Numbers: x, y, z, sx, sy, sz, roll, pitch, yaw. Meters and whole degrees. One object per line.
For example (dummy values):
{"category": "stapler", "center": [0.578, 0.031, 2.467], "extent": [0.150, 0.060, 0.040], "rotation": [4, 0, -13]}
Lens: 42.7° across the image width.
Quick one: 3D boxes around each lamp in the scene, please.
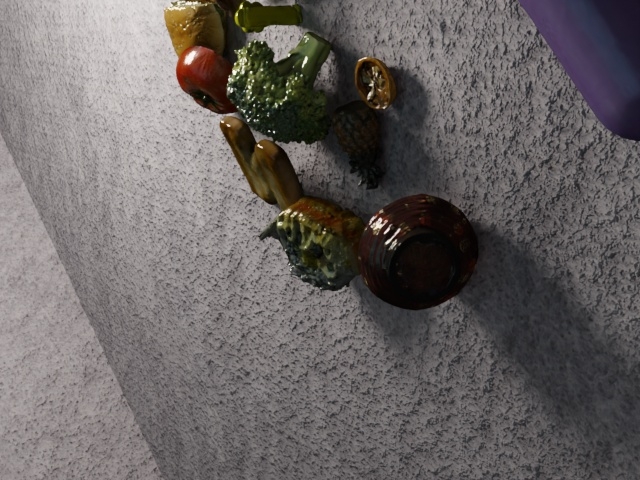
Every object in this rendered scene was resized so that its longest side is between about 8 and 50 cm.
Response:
{"category": "lamp", "center": [0.194, 0.025, 1.638], "extent": [0.247, 0.247, 0.247], "rotation": [23, 121, 45]}

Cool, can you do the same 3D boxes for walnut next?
{"category": "walnut", "center": [0.125, -0.331, 1.716], "extent": [0.091, 0.052, 0.121], "rotation": [-38, 76, 49]}

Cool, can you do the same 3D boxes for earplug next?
{"category": "earplug", "center": [0.418, -0.358, 1.224], "extent": [0.215, 0.215, 0.456], "rotation": [-38, 77, 51]}

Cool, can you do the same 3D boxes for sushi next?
{"category": "sushi", "center": [0.000, 0.000, 1.909], "extent": [0.274, 0.139, 0.184], "rotation": [32, 135, 26]}

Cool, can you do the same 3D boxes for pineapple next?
{"category": "pineapple", "center": [0.091, -0.203, 1.782], "extent": [0.108, 0.108, 0.198], "rotation": [9, 124, 50]}

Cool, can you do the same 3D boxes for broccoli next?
{"category": "broccoli", "center": [-0.091, -0.339, 1.835], "extent": [0.288, 0.235, 0.260], "rotation": [39, 134, 19]}

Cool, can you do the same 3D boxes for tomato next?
{"category": "tomato", "center": [-0.275, -0.391, 2.082], "extent": [0.225, 0.085, 0.225], "rotation": [27, 160, 11]}

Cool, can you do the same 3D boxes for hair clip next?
{"category": "hair clip", "center": [-0.123, -0.511, 1.857], "extent": [0.046, 0.173, 0.072], "rotation": [4, 109, 50]}

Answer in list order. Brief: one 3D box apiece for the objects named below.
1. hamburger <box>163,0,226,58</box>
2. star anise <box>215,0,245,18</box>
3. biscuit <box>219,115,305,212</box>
{"category": "hamburger", "center": [-0.315, -0.523, 2.127], "extent": [0.155, 0.135, 0.208], "rotation": [26, 126, 45]}
{"category": "star anise", "center": [-0.198, -0.671, 1.851], "extent": [0.332, 0.117, 0.332], "rotation": [-177, 90, -88]}
{"category": "biscuit", "center": [-0.126, -0.164, 1.996], "extent": [0.237, 0.062, 0.291], "rotation": [36, 162, 37]}
